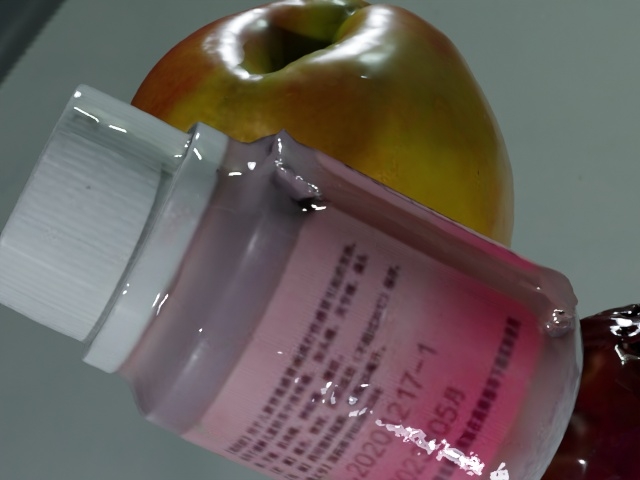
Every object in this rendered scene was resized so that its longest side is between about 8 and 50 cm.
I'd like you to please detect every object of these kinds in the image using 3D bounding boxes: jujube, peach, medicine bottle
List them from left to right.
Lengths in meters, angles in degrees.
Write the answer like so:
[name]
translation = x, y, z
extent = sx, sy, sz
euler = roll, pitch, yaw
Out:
[medicine bottle]
translation = -0.017, 0.030, 0.582
extent = 0.247, 0.147, 0.147
euler = 26, 56, -10
[peach]
translation = 0.000, 0.000, 0.932
extent = 0.307, 0.332, 0.308
euler = -10, 21, 4
[jujube]
translation = 0.282, 0.180, 1.025
extent = 0.258, 0.376, 0.258
euler = -32, 46, 40
